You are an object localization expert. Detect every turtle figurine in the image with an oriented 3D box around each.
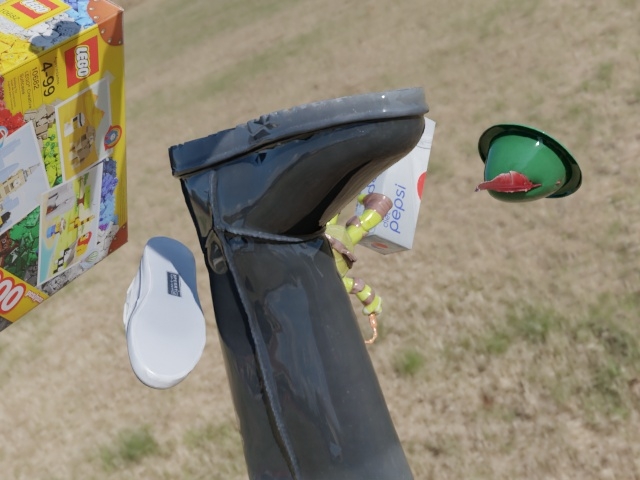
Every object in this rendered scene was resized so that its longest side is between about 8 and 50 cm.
[{"bbox_3d":[0.000,0.000,1.357,0.217,0.270,0.087,-62,10,-26],"label":"turtle figurine"}]

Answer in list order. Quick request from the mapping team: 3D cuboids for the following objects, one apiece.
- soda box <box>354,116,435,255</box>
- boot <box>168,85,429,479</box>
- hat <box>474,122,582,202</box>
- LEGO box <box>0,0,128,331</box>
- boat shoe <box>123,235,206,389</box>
[{"bbox_3d":[0.147,-0.121,2.025,0.091,0.098,0.286,-15,57,55],"label":"soda box"},{"bbox_3d":[0.015,0.082,1.087,0.146,0.444,0.367,-14,3,-40],"label":"boot"},{"bbox_3d":[0.293,-0.068,1.588,0.173,0.208,0.183,-15,40,55],"label":"hat"},{"bbox_3d":[-0.507,-0.127,1.616,0.193,0.500,0.372,31,48,21],"label":"LEGO box"},{"bbox_3d":[-0.194,0.101,1.222,0.084,0.095,0.258,-59,17,29],"label":"boat shoe"}]
